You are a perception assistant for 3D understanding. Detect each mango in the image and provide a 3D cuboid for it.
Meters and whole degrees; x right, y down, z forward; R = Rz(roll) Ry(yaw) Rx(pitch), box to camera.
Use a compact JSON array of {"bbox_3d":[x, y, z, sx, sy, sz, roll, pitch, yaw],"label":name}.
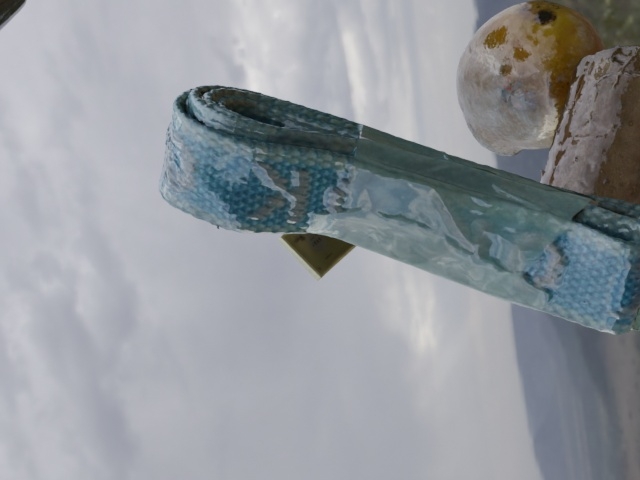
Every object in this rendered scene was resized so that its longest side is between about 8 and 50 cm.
[{"bbox_3d":[0.275,-0.205,1.379,0.193,0.146,0.316,45,164,6],"label":"mango"}]

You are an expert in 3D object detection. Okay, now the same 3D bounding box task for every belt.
[{"bbox_3d":[0.056,-0.016,0.578,0.087,0.302,0.072,-61,-13,-71],"label":"belt"}]

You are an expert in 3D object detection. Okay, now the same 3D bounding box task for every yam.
[{"bbox_3d":[0.323,-0.094,1.161,0.128,0.129,0.238,12,87,61],"label":"yam"}]

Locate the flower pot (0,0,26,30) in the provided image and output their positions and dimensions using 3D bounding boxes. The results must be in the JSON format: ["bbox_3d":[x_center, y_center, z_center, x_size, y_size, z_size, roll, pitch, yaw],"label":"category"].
[{"bbox_3d":[-0.406,-0.279,1.034,0.166,0.269,0.269,-36,-49,-26],"label":"flower pot"}]

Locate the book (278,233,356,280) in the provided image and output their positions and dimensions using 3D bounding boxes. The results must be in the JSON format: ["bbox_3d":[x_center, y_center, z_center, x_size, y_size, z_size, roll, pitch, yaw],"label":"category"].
[{"bbox_3d":[0.000,0.000,1.382,0.077,0.014,0.111,45,-138,4],"label":"book"}]
